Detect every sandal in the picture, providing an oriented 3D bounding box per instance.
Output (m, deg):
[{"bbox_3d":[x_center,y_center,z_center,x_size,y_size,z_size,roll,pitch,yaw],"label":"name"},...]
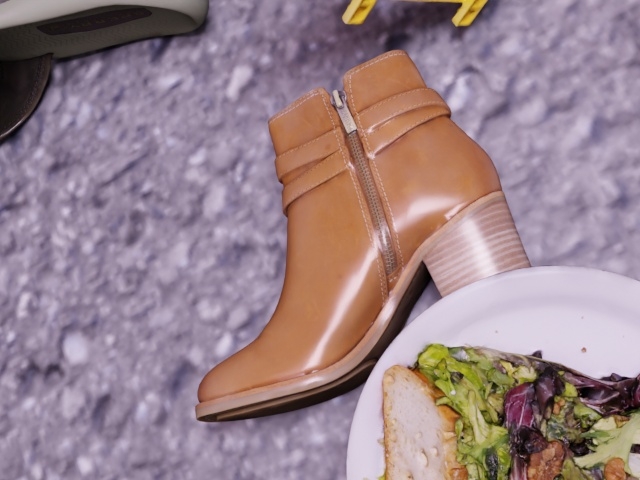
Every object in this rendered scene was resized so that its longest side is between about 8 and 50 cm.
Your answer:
[{"bbox_3d":[-0.210,-0.099,0.586,0.302,0.120,0.086,-10,92,18],"label":"sandal"}]

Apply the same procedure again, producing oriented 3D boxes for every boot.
[{"bbox_3d":[0.000,0.000,0.517,0.197,0.073,0.152,-26,75,1],"label":"boot"}]

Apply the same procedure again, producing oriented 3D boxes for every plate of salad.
[{"bbox_3d":[0.111,0.112,0.449,0.199,0.048,0.200,0,93,6],"label":"plate of salad"}]

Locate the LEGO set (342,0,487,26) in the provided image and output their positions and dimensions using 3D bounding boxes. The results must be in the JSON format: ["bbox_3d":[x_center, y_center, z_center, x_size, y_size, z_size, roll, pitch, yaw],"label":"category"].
[{"bbox_3d":[0.069,-0.192,0.488,0.287,0.132,0.107,-28,66,-9],"label":"LEGO set"}]
